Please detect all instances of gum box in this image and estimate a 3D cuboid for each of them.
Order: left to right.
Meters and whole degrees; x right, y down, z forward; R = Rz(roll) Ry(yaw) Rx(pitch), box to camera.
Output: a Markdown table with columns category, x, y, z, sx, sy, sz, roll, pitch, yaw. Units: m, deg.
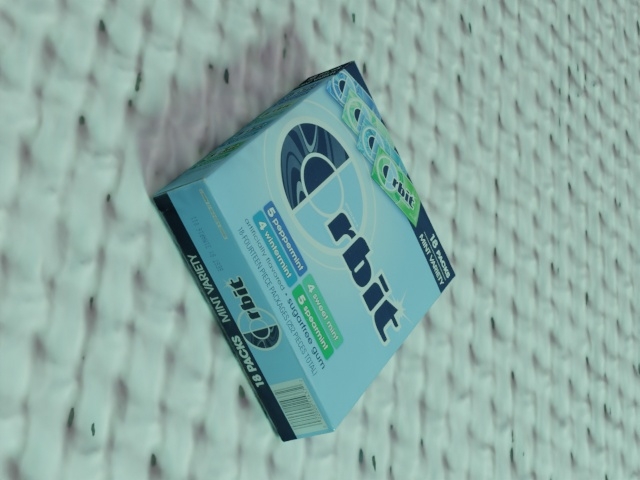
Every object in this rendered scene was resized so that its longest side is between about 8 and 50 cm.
| category | x | y | z | sx | sy | sz | roll | pitch | yaw |
| --- | --- | --- | --- | --- | --- | --- | --- | --- | --- |
| gum box | 0.000 | 0.000 | 0.774 | 0.157 | 0.041 | 0.184 | 63 | 35 | -13 |
